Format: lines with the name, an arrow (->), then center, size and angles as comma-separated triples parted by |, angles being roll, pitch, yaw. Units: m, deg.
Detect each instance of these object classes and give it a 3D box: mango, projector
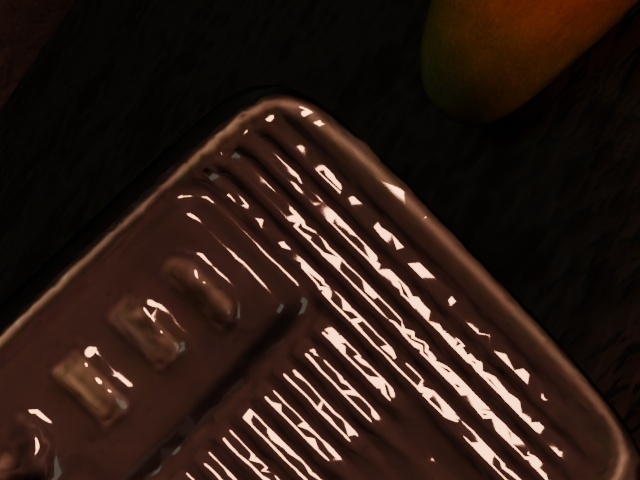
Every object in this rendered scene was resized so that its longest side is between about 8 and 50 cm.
mango -> 0.153, -0.189, 1.025 | 0.289, 0.129, 0.146 | -58, 21, 18
projector -> -0.106, 0.165, 0.725 | 0.395, 0.242, 0.405 | -44, 4, -17
